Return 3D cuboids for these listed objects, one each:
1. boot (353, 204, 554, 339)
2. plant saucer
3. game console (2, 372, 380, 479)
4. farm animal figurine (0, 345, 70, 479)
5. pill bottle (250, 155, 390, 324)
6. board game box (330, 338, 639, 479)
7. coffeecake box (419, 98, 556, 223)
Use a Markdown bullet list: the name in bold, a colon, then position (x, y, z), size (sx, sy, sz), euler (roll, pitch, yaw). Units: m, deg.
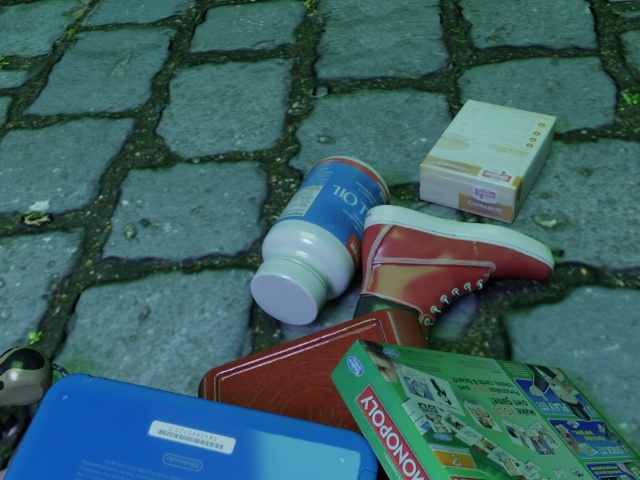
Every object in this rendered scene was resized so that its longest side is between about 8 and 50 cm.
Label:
- **boot**: position (0.164, 0.066, 0.844), size (0.244, 0.088, 0.176), euler (10, 70, -5)
- **plant saucer**: position (-0.006, 0.177, 0.649), size (0.258, 0.048, 0.259), euler (-20, 36, 5)
- **game console**: position (-0.109, 0.273, 0.553), size (0.293, 0.173, 0.250), euler (8, 58, 16)
- **farm animal figurine**: position (-0.452, 0.226, 0.695), size (0.326, 0.172, 0.330), euler (7, 45, 16)
- **pill bottle**: position (0.000, 0.000, 0.897), size (0.124, 0.124, 0.221), euler (12, 48, 21)
- **board game box**: position (0.177, 0.186, 0.576), size (0.317, 0.046, 0.213), euler (15, 29, -41)
- **coffeecake box**: position (0.250, -0.123, 1.026), size (0.142, 0.068, 0.185), euler (18, 49, 26)
